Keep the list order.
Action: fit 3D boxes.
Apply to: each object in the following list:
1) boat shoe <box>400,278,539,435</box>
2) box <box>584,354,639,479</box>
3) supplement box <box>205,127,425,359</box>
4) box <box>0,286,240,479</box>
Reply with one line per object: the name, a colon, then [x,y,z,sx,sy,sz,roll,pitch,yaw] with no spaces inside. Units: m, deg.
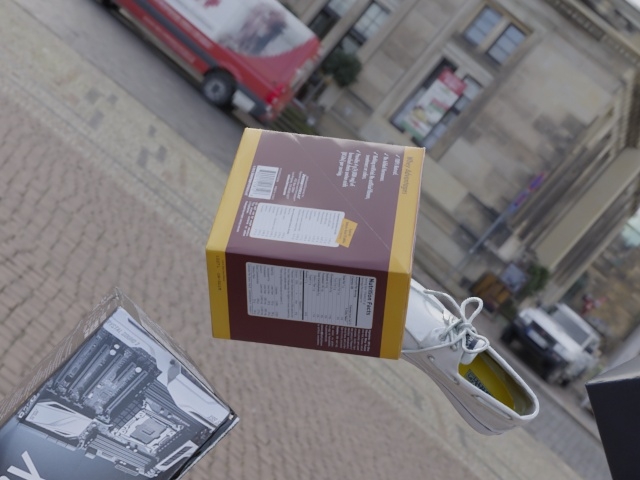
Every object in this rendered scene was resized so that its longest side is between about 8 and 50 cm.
boat shoe: [0.221,0.171,1.585,0.367,0.136,0.156,48,-34,-6]
box: [0.472,0.246,1.066,0.296,0.182,0.294,-13,87,-43]
supplement box: [0.000,0.000,1.003,0.194,0.129,0.191,7,44,5]
box: [-0.174,0.140,0.551,0.076,0.242,0.307,45,-10,-8]
